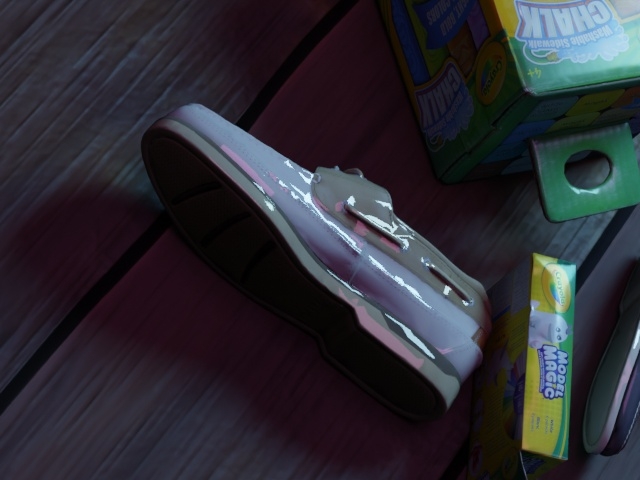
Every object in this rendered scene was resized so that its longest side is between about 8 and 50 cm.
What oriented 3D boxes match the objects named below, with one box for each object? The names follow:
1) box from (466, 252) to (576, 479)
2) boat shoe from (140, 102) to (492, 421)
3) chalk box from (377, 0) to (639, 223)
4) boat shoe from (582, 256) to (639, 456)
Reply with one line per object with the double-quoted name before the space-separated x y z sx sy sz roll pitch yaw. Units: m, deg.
"box" 0.149 0.111 1.414 0.043 0.105 0.179 14 66 -14
"boat shoe" 0.000 0.000 1.407 0.302 0.113 0.103 44 59 -11
"chalk box" 0.177 -0.160 1.491 0.180 0.179 0.289 -12 74 -24
"boat shoe" 0.261 0.086 1.483 0.065 0.075 0.206 27 58 -5
